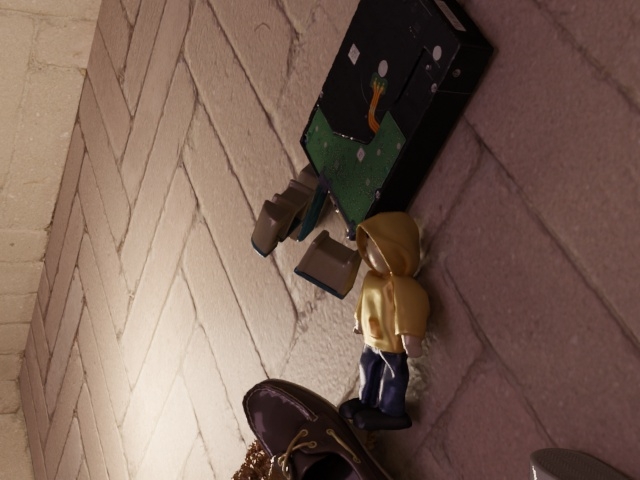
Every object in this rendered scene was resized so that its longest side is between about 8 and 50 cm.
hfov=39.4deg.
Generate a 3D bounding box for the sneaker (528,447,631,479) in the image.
[{"bbox_3d":[0.285,0.328,0.819,0.292,0.108,0.169,-146,59,-67],"label":"sneaker"}]

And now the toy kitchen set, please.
[{"bbox_3d":[0.000,0.000,1.334,0.166,0.207,0.122,29,124,10],"label":"toy kitchen set"}]

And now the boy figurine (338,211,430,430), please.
[{"bbox_3d":[0.088,0.105,1.180,0.177,0.092,0.285,-153,65,-67],"label":"boy figurine"}]

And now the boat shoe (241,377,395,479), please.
[{"bbox_3d":[0.004,0.303,1.192,0.324,0.097,0.116,44,99,23],"label":"boat shoe"}]

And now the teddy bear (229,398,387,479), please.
[{"bbox_3d":[-0.008,0.360,1.356,0.338,0.113,0.245,-52,53,37],"label":"teddy bear"}]

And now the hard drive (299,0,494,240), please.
[{"bbox_3d":[0.089,-0.189,1.213,0.339,0.064,0.236,-63,38,37],"label":"hard drive"}]
